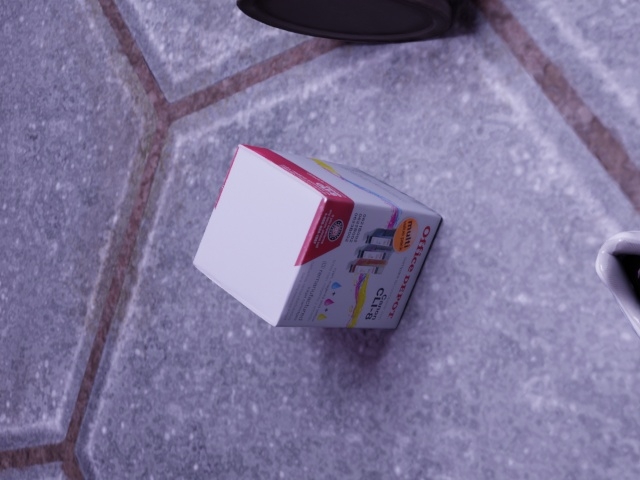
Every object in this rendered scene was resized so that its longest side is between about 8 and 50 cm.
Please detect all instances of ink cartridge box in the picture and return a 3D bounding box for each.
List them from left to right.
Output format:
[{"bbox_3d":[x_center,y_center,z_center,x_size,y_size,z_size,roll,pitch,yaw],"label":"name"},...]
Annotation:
[{"bbox_3d":[0.000,0.000,1.013,0.127,0.176,0.128,32,107,38],"label":"ink cartridge box"}]

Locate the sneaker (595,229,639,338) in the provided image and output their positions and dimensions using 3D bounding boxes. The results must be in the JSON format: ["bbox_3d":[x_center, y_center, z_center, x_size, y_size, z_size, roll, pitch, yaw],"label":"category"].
[{"bbox_3d":[0.301,0.097,0.752,0.297,0.129,0.111,45,113,36],"label":"sneaker"}]

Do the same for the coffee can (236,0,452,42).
[{"bbox_3d":[0.035,-0.343,1.006,0.201,0.201,0.276,3,87,43],"label":"coffee can"}]
